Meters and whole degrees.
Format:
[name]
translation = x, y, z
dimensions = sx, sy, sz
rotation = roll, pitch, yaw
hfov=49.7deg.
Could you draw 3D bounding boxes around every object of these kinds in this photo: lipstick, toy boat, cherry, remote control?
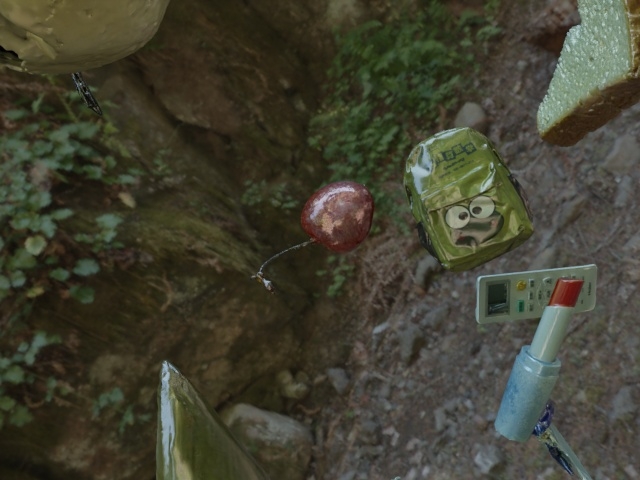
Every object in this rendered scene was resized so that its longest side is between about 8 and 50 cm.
[lipstick]
translation = 0.335, 0.176, 1.048
dimensions = 0.068, 0.061, 0.273
rotation = -128, 49, -61
[toy boat]
translation = 0.444, 0.377, 1.257
dimensions = 0.070, 0.210, 0.291
rotation = -43, 50, 15
[cherry]
translation = 0.000, 0.000, 1.042
dimensions = 0.225, 0.107, 0.090
rotation = -52, -1, -9
[remote control]
translation = 0.460, 0.110, 1.472
dimensions = 0.051, 0.294, 0.103
rotation = -151, 58, -69

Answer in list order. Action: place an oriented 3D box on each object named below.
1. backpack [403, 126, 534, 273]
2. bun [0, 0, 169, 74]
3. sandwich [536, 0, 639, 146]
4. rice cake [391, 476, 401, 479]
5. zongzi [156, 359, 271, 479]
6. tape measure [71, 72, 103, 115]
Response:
[backpack]
translation = 0.262, -0.079, 1.275
dimensions = 0.207, 0.253, 0.140
rotation = -25, -6, 9
[bun]
translation = -0.237, -0.213, 0.501
dimensions = 0.259, 0.259, 0.152
rotation = -15, 44, 60
[sandwich]
translation = 0.490, -0.330, 1.222
dimensions = 0.288, 0.100, 0.254
rotation = 133, 137, -66
[rice cake]
translation = 0.112, 0.311, 0.747
dimensions = 0.022, 0.121, 0.022
rotation = -43, -16, 25
[zongzi]
translation = 0.028, 0.265, 0.482
dimensions = 0.160, 0.323, 0.360
rotation = 126, 144, -89
[tape measure]
translation = -0.433, -0.425, 1.325
dimensions = 0.215, 0.351, 0.098
rotation = -32, -8, -22
